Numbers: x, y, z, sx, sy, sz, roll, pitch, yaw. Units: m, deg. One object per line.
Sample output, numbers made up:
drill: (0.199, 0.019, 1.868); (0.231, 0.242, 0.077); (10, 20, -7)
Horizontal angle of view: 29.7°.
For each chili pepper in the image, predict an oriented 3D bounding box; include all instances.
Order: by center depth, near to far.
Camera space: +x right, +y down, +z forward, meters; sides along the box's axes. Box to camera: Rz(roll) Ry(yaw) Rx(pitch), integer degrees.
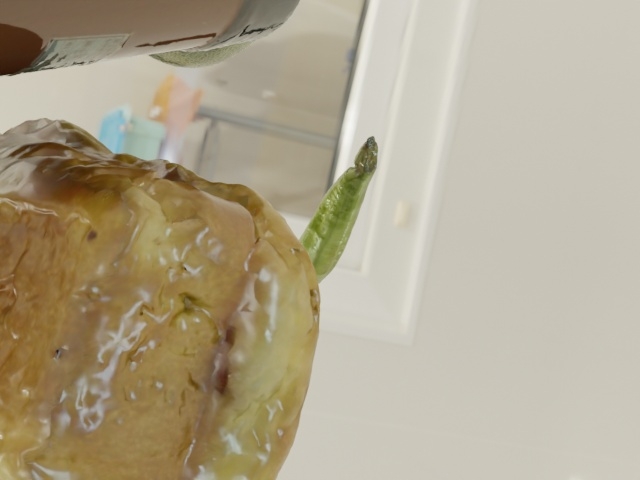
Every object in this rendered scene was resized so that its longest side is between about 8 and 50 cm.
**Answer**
chili pepper: (0.000, 0.001, 0.998); (0.208, 0.043, 0.049); (-50, 12, 42)

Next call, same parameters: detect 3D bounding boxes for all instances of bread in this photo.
bread: (-0.154, 0.032, 0.644); (0.344, 0.148, 0.195); (19, 87, 45)

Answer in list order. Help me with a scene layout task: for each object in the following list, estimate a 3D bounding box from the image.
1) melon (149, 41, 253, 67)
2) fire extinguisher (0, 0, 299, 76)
melon: (-0.110, -0.231, 1.100); (0.192, 0.139, 0.139); (-37, 38, 28)
fire extinguisher: (-0.141, -0.156, 0.585); (0.113, 0.376, 0.200); (55, 128, 12)
